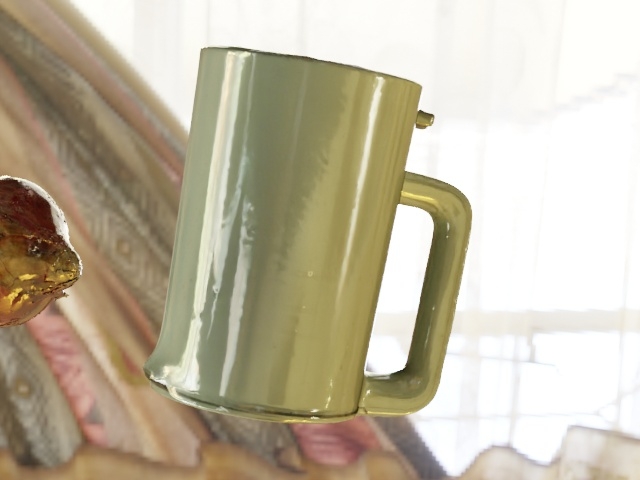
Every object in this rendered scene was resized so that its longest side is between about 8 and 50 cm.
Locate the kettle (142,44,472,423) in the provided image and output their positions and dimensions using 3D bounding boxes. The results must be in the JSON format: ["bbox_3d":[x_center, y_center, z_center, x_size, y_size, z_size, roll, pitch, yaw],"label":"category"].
[{"bbox_3d":[-0.014,-0.003,1.279,0.205,0.318,0.265,11,-178,40],"label":"kettle"}]

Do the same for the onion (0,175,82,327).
[{"bbox_3d":[-0.350,0.016,1.653,0.147,0.184,0.184,9,-163,11],"label":"onion"}]
